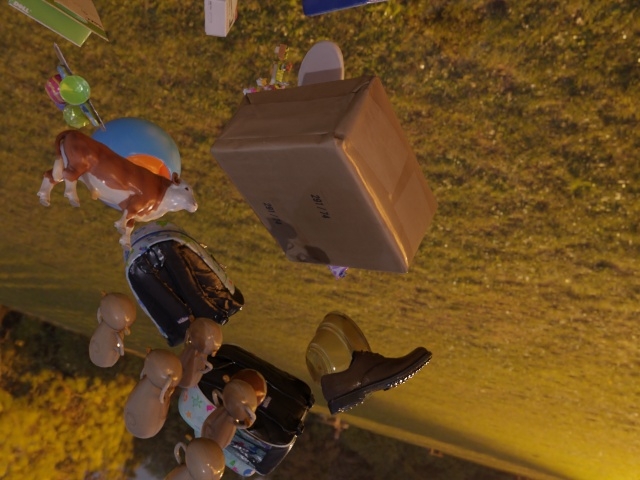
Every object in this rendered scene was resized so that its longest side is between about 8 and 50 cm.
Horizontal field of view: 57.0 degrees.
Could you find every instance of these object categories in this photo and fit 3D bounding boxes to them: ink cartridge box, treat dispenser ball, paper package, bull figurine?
[{"bbox_3d":[-0.261,-0.614,1.561,0.056,0.135,0.099,9,133,1],"label":"ink cartridge box"},{"bbox_3d":[-0.574,-0.231,1.803,0.287,0.288,0.288,12,162,4],"label":"treat dispenser ball"},{"bbox_3d":[-0.635,-0.549,1.414,0.097,0.255,0.188,-46,138,16],"label":"ink cartridge box"},{"bbox_3d":[0.012,-0.111,1.067,0.309,0.168,0.325,5,144,39],"label":"paper package"},{"bbox_3d":[-0.413,-0.103,1.221,0.310,0.189,0.101,30,144,-19],"label":"bull figurine"}]

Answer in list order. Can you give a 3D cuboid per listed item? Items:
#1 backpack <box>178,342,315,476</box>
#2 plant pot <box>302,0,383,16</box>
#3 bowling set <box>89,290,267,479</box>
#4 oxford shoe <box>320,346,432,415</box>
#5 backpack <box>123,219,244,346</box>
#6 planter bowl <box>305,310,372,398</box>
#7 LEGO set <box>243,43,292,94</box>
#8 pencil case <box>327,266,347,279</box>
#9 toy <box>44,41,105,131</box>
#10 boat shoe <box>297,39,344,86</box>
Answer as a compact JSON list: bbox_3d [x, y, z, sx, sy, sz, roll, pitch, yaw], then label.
[{"bbox_3d":[-0.169,0.350,1.257,0.253,0.225,0.191,35,118,-1],"label":"backpack"},{"bbox_3d":[0.092,-0.660,1.378,0.235,0.212,0.235,-27,-154,-33],"label":"plant pot"},{"bbox_3d":[-0.145,0.167,0.726,0.199,0.287,0.154,-17,149,-42],"label":"bowling set"},{"bbox_3d":[0.106,0.240,1.113,0.227,0.096,0.083,-19,158,-17],"label":"oxford shoe"},{"bbox_3d":[-0.443,0.109,1.785,0.290,0.273,0.356,-31,140,2],"label":"backpack"},{"bbox_3d":[0.028,0.280,1.362,0.090,0.217,0.217,-17,179,-32],"label":"planter bowl"},{"bbox_3d":[-0.153,-0.577,2.134,0.107,0.287,0.132,14,150,33],"label":"LEGO set"},{"bbox_3d":[0.000,0.000,1.452,0.206,0.086,0.088,46,129,0],"label":"pencil case"},{"bbox_3d":[-0.407,-0.231,0.961,0.137,0.056,0.237,63,162,-17],"label":"toy"},{"bbox_3d":[0.010,-0.420,1.671,0.127,0.158,0.341,17,132,6],"label":"boat shoe"}]
